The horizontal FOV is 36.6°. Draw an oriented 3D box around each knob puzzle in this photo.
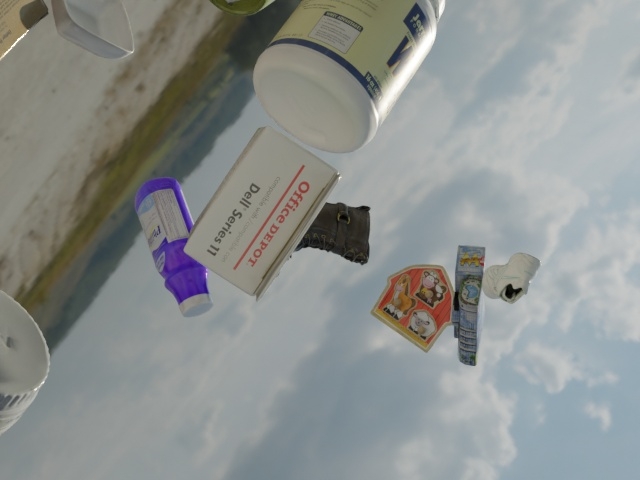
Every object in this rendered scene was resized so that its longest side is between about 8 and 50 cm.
[{"bbox_3d":[0.235,0.141,2.299,0.213,0.213,0.030,-47,164,11],"label":"knob puzzle"}]

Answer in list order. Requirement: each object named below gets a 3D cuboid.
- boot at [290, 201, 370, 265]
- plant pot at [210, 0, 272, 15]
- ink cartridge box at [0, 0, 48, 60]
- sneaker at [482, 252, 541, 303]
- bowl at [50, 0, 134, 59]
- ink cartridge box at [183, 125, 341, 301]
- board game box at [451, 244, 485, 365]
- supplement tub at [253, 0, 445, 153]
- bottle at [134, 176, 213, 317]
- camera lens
[{"bbox_3d":[0.000,0.000,2.035,0.091,0.228,0.263,-46,-155,56],"label":"boot"},{"bbox_3d":[-0.129,-0.591,1.918,0.274,0.274,0.294,-37,-154,49],"label":"plant pot"},{"bbox_3d":[-0.498,-0.329,1.306,0.088,0.193,0.235,-3,-140,25],"label":"ink cartridge box"},{"bbox_3d":[0.282,0.068,1.477,0.152,0.053,0.061,127,-13,-67],"label":"sneaker"},{"bbox_3d":[-0.366,-0.350,1.515,0.053,0.142,0.142,-34,-123,26],"label":"bowl"},{"bbox_3d":[-0.087,-0.049,1.355,0.207,0.119,0.353,-56,-171,1],"label":"ink cartridge box"},{"bbox_3d":[0.300,0.119,1.963,0.194,0.060,0.194,-64,153,-58],"label":"board game box"},{"bbox_3d":[0.057,-0.339,1.679,0.325,0.235,0.235,-57,-167,-24],"label":"supplement tub"},{"bbox_3d":[-0.290,0.015,1.938,0.092,0.283,0.118,-11,157,-29],"label":"bottle"},{"bbox_3d":[-0.536,0.209,1.328,0.274,0.219,0.219,-42,-168,20],"label":"camera lens"}]
